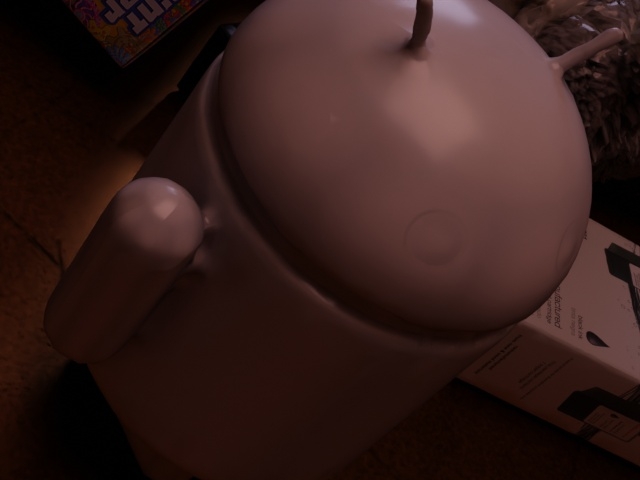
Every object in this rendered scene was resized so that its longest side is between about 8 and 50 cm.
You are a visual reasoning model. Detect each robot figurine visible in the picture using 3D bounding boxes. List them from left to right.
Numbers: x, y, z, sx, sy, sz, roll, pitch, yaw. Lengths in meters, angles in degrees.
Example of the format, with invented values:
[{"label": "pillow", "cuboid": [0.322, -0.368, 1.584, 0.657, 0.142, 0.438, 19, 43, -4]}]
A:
[{"label": "robot figurine", "cuboid": [0.000, 0.000, 0.637, 0.300, 0.353, 0.200, -14, 66, -45]}]

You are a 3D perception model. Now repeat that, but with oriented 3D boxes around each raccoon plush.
[{"label": "raccoon plush", "cuboid": [0.272, -0.104, 0.966, 0.446, 0.216, 0.299, 19, 22, -25]}]

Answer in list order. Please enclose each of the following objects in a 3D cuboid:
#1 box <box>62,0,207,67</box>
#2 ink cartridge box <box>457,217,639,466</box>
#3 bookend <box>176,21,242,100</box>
[{"label": "box", "cuboid": [-0.127, -0.329, 0.889, 0.279, 0.177, 0.290, 49, 32, -14]}, {"label": "ink cartridge box", "cuboid": [0.212, 0.069, 0.944, 0.208, 0.087, 0.153, 27, 43, -17]}, {"label": "bookend", "cuboid": [0.001, -0.091, 0.928, 0.157, 0.072, 0.156, -19, 70, -46]}]
